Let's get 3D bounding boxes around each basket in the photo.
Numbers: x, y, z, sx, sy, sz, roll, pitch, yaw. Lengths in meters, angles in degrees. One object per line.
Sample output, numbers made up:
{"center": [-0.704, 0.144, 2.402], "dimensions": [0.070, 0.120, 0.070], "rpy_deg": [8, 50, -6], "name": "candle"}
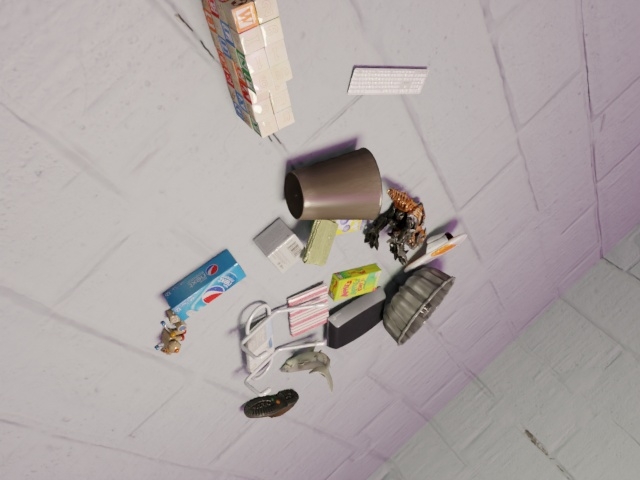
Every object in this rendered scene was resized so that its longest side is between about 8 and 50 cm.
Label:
{"center": [0.030, -0.138, 1.438], "dimensions": [0.227, 0.154, 0.204], "rpy_deg": [-10, 97, -25], "name": "basket"}

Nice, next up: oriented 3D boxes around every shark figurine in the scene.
{"center": [-0.003, 0.440, 1.846], "dimensions": [0.166, 0.278, 0.116], "rpy_deg": [-35, 103, -28], "name": "shark figurine"}

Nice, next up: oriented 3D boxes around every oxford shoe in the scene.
{"center": [-0.186, 0.625, 1.972], "dimensions": [0.227, 0.083, 0.096], "rpy_deg": [0, 128, -38], "name": "oxford shoe"}

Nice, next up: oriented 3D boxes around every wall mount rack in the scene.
{"center": [-0.124, 0.332, 1.737], "dimensions": [0.304, 0.130, 0.350], "rpy_deg": [-39, 146, -36], "name": "wall mount rack"}

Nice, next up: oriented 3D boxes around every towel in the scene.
{"center": [-0.042, 0.234, 1.795], "dimensions": [0.144, 0.029, 0.197], "rpy_deg": [-21, 135, -20], "name": "towel"}
{"center": [0.000, 0.000, 1.521], "dimensions": [0.110, 0.027, 0.148], "rpy_deg": [13, 94, -56], "name": "towel"}

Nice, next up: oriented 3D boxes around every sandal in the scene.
{"center": [0.404, 0.028, 1.945], "dimensions": [0.265, 0.076, 0.102], "rpy_deg": [-33, 159, 20], "name": "sandal"}

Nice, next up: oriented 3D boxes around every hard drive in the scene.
{"center": [0.134, 0.286, 1.941], "dimensions": [0.255, 0.054, 0.172], "rpy_deg": [-27, 138, -29], "name": "hard drive"}

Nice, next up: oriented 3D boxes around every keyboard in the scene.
{"center": [0.183, -0.422, 1.420], "dimensions": [0.256, 0.014, 0.072], "rpy_deg": [-11, 130, -32], "name": "keyboard"}

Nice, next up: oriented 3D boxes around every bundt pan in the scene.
{"center": [0.351, 0.227, 1.985], "dimensions": [0.331, 0.124, 0.331], "rpy_deg": [-42, 158, -21], "name": "bundt pan"}

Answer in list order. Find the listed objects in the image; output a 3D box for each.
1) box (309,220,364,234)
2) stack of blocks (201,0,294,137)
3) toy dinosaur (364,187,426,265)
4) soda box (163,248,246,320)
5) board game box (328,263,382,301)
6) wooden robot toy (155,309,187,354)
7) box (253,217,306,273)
{"center": [0.054, -0.069, 1.599], "dimensions": [0.179, 0.043, 0.105], "rpy_deg": [-11, 130, -30], "name": "box"}
{"center": [-0.137, -0.364, 1.089], "dimensions": [0.087, 0.171, 0.297], "rpy_deg": [-30, 138, -16], "name": "stack of blocks"}
{"center": [0.256, -0.060, 1.727], "dimensions": [0.218, 0.164, 0.322], "rpy_deg": [-51, 123, -14], "name": "toy dinosaur"}
{"center": [-0.311, 0.120, 1.441], "dimensions": [0.210, 0.071, 0.067], "rpy_deg": [-36, 139, -9], "name": "soda box"}
{"center": [0.119, 0.143, 1.832], "dimensions": [0.181, 0.043, 0.092], "rpy_deg": [-11, 131, -32], "name": "board game box"}
{"center": [-0.404, 0.277, 1.495], "dimensions": [0.076, 0.079, 0.173], "rpy_deg": [-2, 126, -38], "name": "wooden robot toy"}
{"center": [-0.111, 0.016, 1.501], "dimensions": [0.102, 0.087, 0.101], "rpy_deg": [-40, 141, -4], "name": "box"}
